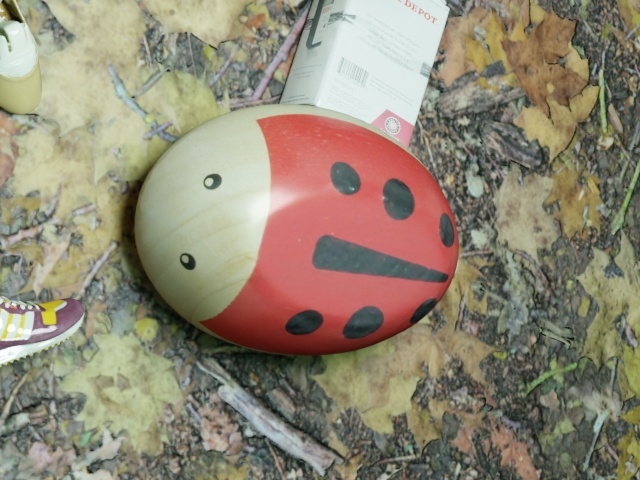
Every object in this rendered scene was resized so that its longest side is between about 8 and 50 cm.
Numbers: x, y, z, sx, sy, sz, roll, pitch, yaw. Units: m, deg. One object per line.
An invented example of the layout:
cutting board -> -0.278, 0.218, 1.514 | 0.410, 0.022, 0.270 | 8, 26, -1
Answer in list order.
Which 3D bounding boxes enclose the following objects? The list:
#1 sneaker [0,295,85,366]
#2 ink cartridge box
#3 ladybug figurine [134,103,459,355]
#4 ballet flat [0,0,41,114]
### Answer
sneaker -> -0.340, 0.084, 1.785 | 0.185, 0.069, 0.084 | -25, 108, -37
ink cartridge box -> 0.057, -0.233, 2.088 | 0.158, 0.092, 0.218 | 28, 74, -34
ladybug figurine -> 0.000, 0.000, 1.958 | 0.449, 0.162, 0.305 | 7, 100, -34
ballet flat -> -0.357, -0.243, 1.781 | 0.080, 0.073, 0.232 | -36, 110, -32
